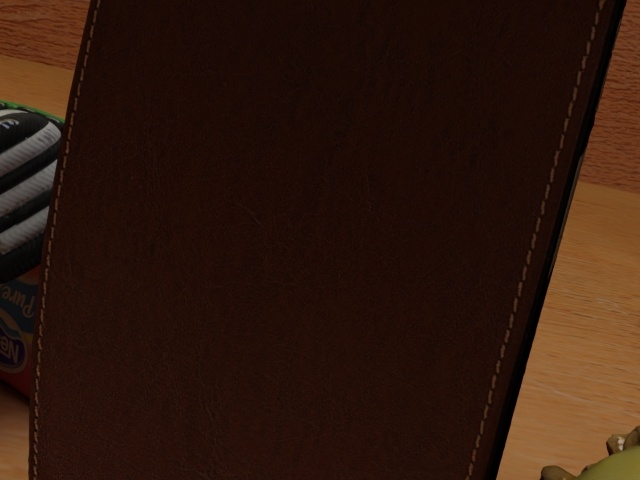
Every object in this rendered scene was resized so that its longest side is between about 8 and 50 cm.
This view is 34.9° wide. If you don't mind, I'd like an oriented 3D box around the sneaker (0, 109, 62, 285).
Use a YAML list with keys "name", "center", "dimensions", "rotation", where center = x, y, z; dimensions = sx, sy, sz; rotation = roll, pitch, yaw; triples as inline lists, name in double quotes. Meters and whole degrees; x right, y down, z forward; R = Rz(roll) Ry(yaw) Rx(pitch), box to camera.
- name: "sneaker"
  center: [-0.269, 0.018, 0.513]
  dimensions: [0.281, 0.106, 0.162]
  rotation: [-31, 27, -33]

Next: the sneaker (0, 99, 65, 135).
- name: "sneaker"
  center: [-0.186, -0.025, 0.841]
  dimensions: [0.343, 0.134, 0.146]
  rotation: [17, 5, -19]

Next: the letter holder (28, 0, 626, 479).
- name: "letter holder"
  center: [0.000, 0.000, 0.480]
  dimensions: [0.214, 0.302, 0.152]
  rotation: [15, 14, 14]

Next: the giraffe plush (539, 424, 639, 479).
- name: "giraffe plush"
  center: [0.163, 0.137, 0.404]
  dimensions: [0.181, 0.210, 0.170]
  rotation: [39, -28, -30]

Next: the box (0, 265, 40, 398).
- name: "box"
  center: [-0.141, 0.023, 0.638]
  dimensions: [0.256, 0.123, 0.128]
  rotation: [23, 16, 37]
